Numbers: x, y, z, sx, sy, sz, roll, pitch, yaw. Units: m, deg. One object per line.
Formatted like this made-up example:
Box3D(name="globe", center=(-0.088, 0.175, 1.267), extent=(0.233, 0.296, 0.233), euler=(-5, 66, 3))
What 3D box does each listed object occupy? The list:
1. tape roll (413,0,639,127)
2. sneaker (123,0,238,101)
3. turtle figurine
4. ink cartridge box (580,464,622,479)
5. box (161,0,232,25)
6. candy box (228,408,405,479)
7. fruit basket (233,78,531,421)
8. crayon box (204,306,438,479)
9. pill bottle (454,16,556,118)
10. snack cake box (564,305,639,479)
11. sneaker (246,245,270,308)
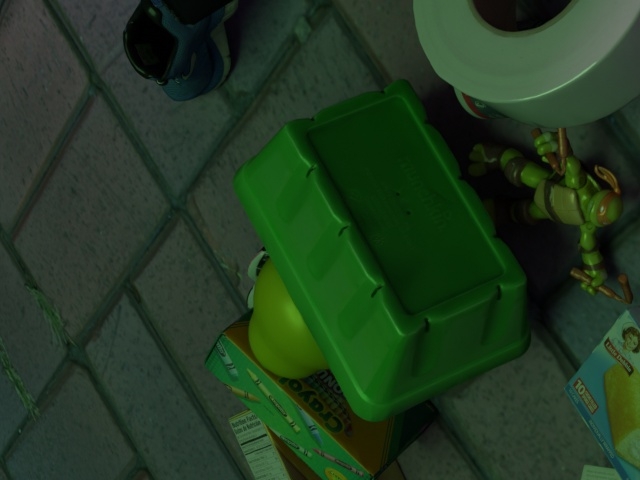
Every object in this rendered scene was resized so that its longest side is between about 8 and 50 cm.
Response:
Box3D(name="tape roll", center=(0.236, -0.261, 1.417), extent=(0.286, 0.100, 0.286), euler=(-13, 69, 36))
Box3D(name="sneaker", center=(-0.208, -0.277, 1.915), extent=(0.130, 0.147, 0.330), euler=(51, 163, 12))
Box3D(name="turtle figurine", center=(0.264, -0.060, 1.573), extent=(0.217, 0.087, 0.269), euler=(19, 143, 52))
Box3D(name="ink cartridge box", center=(0.345, 0.367, 1.613), extent=(0.115, 0.067, 0.198), euler=(-1, 68, 48))
Box3D(name="box", center=(-0.076, -0.558, 1.400), extent=(0.472, 0.480, 0.297), euler=(59, -176, 9))
Box3D(name="candy box", center=(0.022, 0.350, 1.956), extent=(0.087, 0.183, 0.316), euler=(-31, 83, 49))
Box3D(name="fruit basket", center=(0.053, 0.038, 1.709), extent=(0.392, 0.283, 0.392), euler=(55, 159, 34))
Box3D(name="crayon box", center=(0.001, 0.199, 1.887), extent=(0.278, 0.165, 0.081), euler=(43, 135, 10))
Box3D(name="pill bottle", center=(0.243, -0.189, 1.532), extent=(0.180, 0.108, 0.108), euler=(2, 108, 47))
Box3D(name="snack cake box", center=(0.394, 0.213, 1.511), extent=(0.264, 0.089, 0.152), euler=(60, 143, 31))
Box3D(name="sneaker", center=(-0.055, 0.059, 2.002), extent=(0.077, 0.072, 0.178), euler=(34, 154, 16))
